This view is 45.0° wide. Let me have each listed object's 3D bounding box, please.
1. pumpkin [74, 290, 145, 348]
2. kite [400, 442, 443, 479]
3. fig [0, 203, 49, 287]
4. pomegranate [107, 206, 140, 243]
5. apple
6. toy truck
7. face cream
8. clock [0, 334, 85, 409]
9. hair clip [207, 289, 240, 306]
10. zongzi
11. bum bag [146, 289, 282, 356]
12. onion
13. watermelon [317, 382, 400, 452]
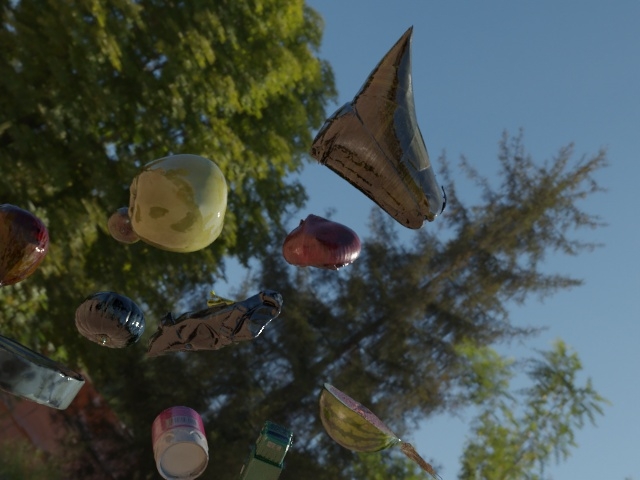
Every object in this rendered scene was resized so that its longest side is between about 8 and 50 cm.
[{"bbox_3d":[-0.594,0.229,2.179,0.202,0.140,0.202,7,-35,5],"label":"pumpkin"},{"bbox_3d":[0.316,0.660,2.205,0.229,0.016,0.127,40,-19,16],"label":"kite"},{"bbox_3d":[-0.783,0.057,1.882,0.191,0.290,0.190,19,-11,4],"label":"fig"},{"bbox_3d":[-0.618,-0.054,2.480,0.130,0.130,0.130,42,-28,29],"label":"pomegranate"},{"bbox_3d":[-0.356,-0.098,1.937,0.262,0.262,0.262,42,-28,29],"label":"apple"},{"bbox_3d":[-0.105,0.412,1.419,0.065,0.147,0.079,24,8,-5],"label":"toy truck"},{"bbox_3d":[-0.461,0.667,2.531,0.195,0.175,0.175,-123,-169,-64],"label":"face cream"},{"bbox_3d":[-0.592,0.212,1.414,0.325,0.067,0.325,25,-13,6],"label":"clock"},{"bbox_3d":[-0.214,0.175,2.047,0.173,0.046,0.072,14,-14,5],"label":"hair clip"},{"bbox_3d":[0.242,-0.284,2.050,0.403,0.432,0.208,40,16,1],"label":"zongzi"},{"bbox_3d":[-0.238,0.191,1.703,0.340,0.144,0.095,-13,-58,22],"label":"bum bag"},{"bbox_3d":[0.002,0.011,2.418,0.248,0.248,0.161,33,-44,41],"label":"onion"},{"bbox_3d":[0.084,0.577,2.425,0.303,0.128,0.159,33,3,28],"label":"watermelon"}]
